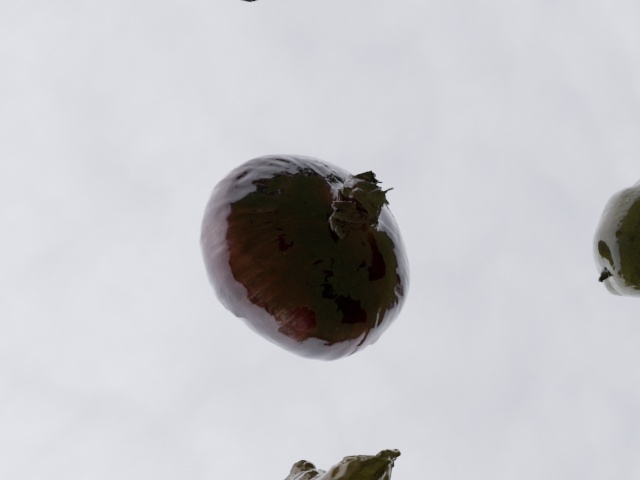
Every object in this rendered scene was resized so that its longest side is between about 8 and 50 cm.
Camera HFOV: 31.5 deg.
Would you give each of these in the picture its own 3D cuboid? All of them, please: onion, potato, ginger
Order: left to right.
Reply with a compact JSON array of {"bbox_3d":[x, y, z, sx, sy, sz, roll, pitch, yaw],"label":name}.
[{"bbox_3d":[0.000,0.000,1.702,0.347,0.285,0.348,22,-135,-24],"label":"onion"},{"bbox_3d":[0.004,0.363,1.395,0.123,0.270,0.219,15,-152,-32],"label":"ginger"},{"bbox_3d":[0.485,-0.002,1.641,0.251,0.159,0.174,-28,-99,-29],"label":"potato"}]
